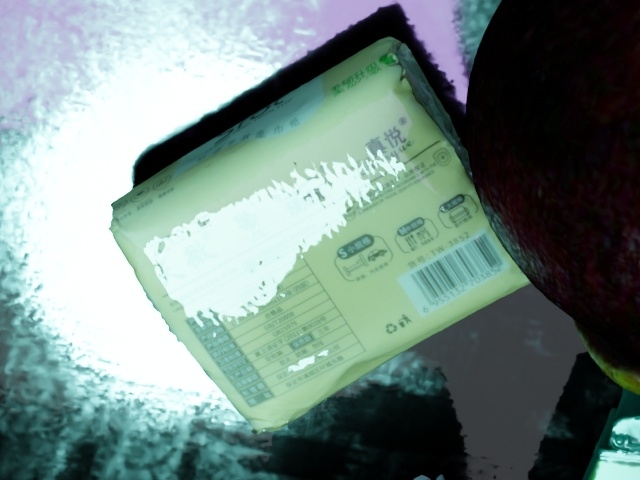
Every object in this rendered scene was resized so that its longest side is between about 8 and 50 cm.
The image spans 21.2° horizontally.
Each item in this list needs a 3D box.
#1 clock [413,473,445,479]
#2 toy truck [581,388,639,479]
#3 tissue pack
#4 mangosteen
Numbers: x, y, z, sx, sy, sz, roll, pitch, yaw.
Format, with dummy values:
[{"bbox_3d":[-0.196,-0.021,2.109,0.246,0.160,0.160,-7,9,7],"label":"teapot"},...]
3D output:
[{"bbox_3d":[0.028,0.241,1.103,0.144,0.193,0.073,-18,109,10],"label":"clock"},{"bbox_3d":[0.218,0.207,1.128,0.124,0.114,0.253,24,109,9],"label":"toy truck"},{"bbox_3d":[0.000,0.000,1.074,0.222,0.090,0.186,-31,107,14],"label":"tissue pack"},{"bbox_3d":[0.241,-0.048,0.957,0.307,0.307,0.347,-12,137,7],"label":"mangosteen"}]
